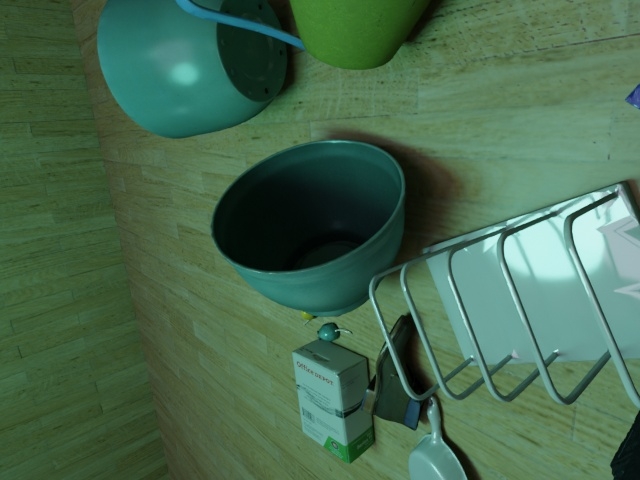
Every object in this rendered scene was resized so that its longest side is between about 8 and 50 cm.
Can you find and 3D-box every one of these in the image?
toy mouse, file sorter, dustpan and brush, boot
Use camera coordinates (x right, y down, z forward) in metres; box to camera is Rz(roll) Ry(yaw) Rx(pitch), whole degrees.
[{"bbox_3d":[0.008,0.167,0.892,0.143,0.031,0.160,35,128,37],"label":"toy mouse"},{"bbox_3d":[0.220,0.080,0.495,0.278,0.173,0.192,-26,83,52],"label":"file sorter"},{"bbox_3d":[0.203,0.376,0.729,0.147,0.060,0.211,2,112,63],"label":"dustpan and brush"},{"bbox_3d":[0.151,0.237,0.736,0.106,0.082,0.219,22,118,19],"label":"boot"}]

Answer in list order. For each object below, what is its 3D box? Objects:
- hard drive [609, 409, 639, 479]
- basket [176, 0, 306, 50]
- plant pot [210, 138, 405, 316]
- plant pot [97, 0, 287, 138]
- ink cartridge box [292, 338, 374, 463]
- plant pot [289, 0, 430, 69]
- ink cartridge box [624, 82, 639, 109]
[{"bbox_3d":[0.358,0.112,0.292,0.064,0.237,0.338,47,134,28],"label":"hard drive"},{"bbox_3d":[-0.089,-0.445,0.602,0.201,0.255,0.288,8,98,50],"label":"basket"},{"bbox_3d":[0.000,0.000,0.676,0.293,0.293,0.196,32,153,39],"label":"plant pot"},{"bbox_3d":[-0.207,-0.343,0.772,0.235,0.293,0.292,7,109,33],"label":"plant pot"},{"bbox_3d":[0.026,0.334,0.888,0.153,0.087,0.208,11,113,48],"label":"ink cartridge box"},{"bbox_3d":[0.055,-0.368,0.483,0.274,0.275,0.293,49,152,26],"label":"plant pot"},{"bbox_3d":[0.399,-0.137,0.300,0.224,0.045,0.223,50,136,26],"label":"ink cartridge box"}]
